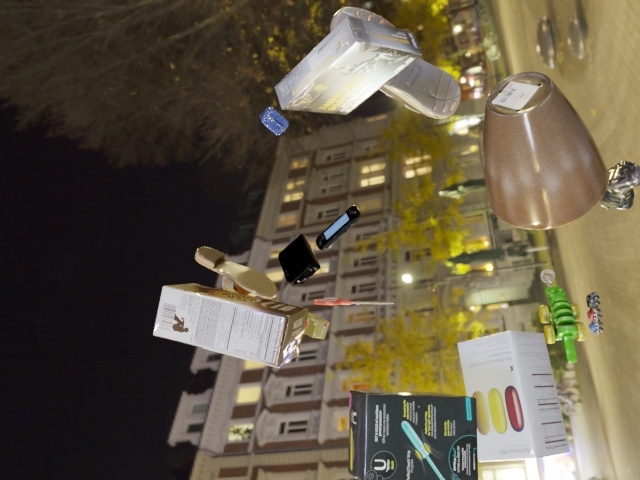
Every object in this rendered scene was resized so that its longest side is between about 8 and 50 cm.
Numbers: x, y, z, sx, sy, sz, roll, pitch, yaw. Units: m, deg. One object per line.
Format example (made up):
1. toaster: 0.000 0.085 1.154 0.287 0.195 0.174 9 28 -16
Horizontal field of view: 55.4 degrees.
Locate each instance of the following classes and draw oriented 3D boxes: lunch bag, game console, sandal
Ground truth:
1. lunch bag: -0.163 -0.425 2.183 0.098 0.067 0.065 36 -165 -29
2. game console: 0.000 0.000 2.215 0.044 0.361 0.213 43 -170 -32
3. sandal: -0.216 0.104 1.525 0.088 0.240 0.079 -33 -32 -58

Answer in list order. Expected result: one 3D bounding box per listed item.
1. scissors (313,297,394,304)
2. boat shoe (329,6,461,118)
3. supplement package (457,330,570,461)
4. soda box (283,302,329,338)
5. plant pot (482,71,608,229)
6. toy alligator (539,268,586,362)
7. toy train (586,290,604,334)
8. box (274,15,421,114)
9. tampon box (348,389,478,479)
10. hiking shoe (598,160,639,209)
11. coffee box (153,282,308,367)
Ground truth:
1. scissors: 0.118 0.234 2.276 0.109 0.297 0.021 -1 -88 -60
2. boat shoe: 0.161 -0.400 1.435 0.355 0.132 0.130 37 173 -11
3. supplement package: 0.395 0.321 1.256 0.134 0.139 0.243 10 -116 -40
4. soda box: -0.056 0.265 2.014 0.058 0.181 0.061 16 -88 -43
5. plant pot: 0.373 -0.172 1.072 0.230 0.216 0.215 53 -150 -42
6. toy alligator: 0.374 0.102 0.956 0.189 0.056 0.051 -85 -14 -45
7. toy train: 0.758 0.205 1.689 0.027 0.036 0.158 -105 -8 -56
8. box: 0.051 -0.328 1.181 0.183 0.231 0.056 -7 -107 -43
9. tampon box: 0.127 0.278 0.867 0.101 0.161 0.120 133 140 -74
10. hiking shoe: 0.800 -0.139 1.617 0.086 0.114 0.227 -56 3 -8
11. coffee box: -0.197 0.184 1.378 0.168 0.298 0.118 7 -85 -78
